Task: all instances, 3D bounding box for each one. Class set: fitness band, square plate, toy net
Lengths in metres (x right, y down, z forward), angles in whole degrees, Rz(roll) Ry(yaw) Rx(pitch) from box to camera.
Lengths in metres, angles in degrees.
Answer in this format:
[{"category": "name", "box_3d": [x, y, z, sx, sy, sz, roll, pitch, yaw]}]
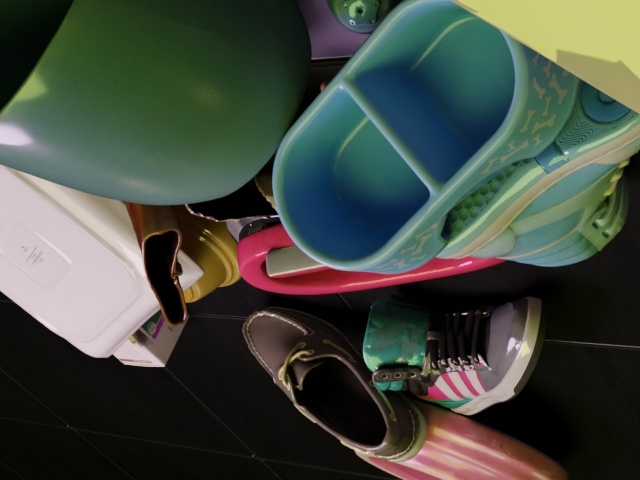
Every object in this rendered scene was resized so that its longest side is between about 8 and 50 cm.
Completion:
[{"category": "fitness band", "box_3d": [0.054, 0.010, 1.262, 0.291, 0.054, 0.209, -9, 169, 22]}, {"category": "square plate", "box_3d": [-0.355, 0.005, 1.551, 0.344, 0.049, 0.347, 39, 143, -10]}, {"category": "toy net", "box_3d": [0.059, -0.132, 1.085, 0.122, 0.045, 0.232, 7, 123, 5]}]

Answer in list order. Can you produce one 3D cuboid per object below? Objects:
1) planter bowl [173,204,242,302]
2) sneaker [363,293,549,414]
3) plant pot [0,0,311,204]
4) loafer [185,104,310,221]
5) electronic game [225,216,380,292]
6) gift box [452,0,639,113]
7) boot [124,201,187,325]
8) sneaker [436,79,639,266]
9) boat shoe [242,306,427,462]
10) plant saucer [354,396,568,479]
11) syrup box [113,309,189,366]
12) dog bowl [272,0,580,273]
[{"category": "planter bowl", "box_3d": [-0.192, 0.019, 1.578, 0.217, 0.090, 0.217, 18, 151, 10]}, {"category": "sneaker", "box_3d": [0.145, 0.119, 1.468, 0.178, 0.124, 0.295, 17, 154, -8]}, {"category": "plant pot", "box_3d": [-0.152, -0.163, 1.050, 0.235, 0.293, 0.293, 28, 154, -31]}, {"category": "loafer", "box_3d": [0.006, -0.062, 1.244, 0.366, 0.130, 0.134, -2, 142, 40]}, {"category": "electronic game", "box_3d": [0.000, 0.000, 1.437, 0.229, 0.048, 0.229, 12, 155, 6]}, {"category": "gift box", "box_3d": [0.255, -0.217, 0.679, 0.258, 0.276, 0.255, 31, 138, -5]}, {"category": "boot", "box_3d": [-0.170, -0.034, 1.292, 0.096, 0.280, 0.264, -12, 145, -14]}, {"category": "sneaker", "box_3d": [0.238, -0.086, 1.065, 0.208, 0.127, 0.319, 11, 143, -44]}, {"category": "boat shoe", "box_3d": [0.004, 0.177, 1.596, 0.305, 0.109, 0.091, 36, -173, 29]}, {"category": "plant saucer", "box_3d": [0.177, 0.305, 1.712, 0.332, 0.084, 0.332, 21, 165, 6]}, {"category": "syrup box", "box_3d": [-0.303, 0.081, 1.764, 0.096, 0.093, 0.237, -2, 142, 38]}, {"category": "dog bowl", "box_3d": [0.073, -0.089, 0.994, 0.166, 0.074, 0.297, 52, 121, 14]}]
